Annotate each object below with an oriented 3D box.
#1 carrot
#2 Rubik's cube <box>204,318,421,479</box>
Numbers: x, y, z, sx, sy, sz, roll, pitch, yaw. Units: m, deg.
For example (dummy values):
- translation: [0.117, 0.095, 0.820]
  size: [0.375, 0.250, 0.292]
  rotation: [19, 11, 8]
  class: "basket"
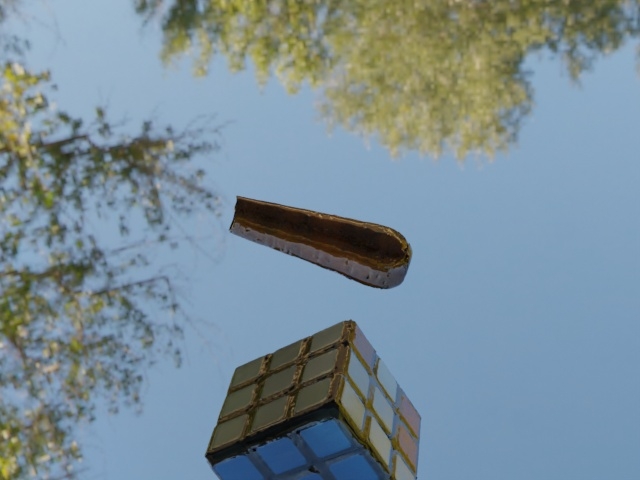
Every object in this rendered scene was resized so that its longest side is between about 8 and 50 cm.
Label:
- translation: [0.000, 0.000, 0.940]
  size: [0.161, 0.055, 0.055]
  rotation: [16, -143, 0]
  class: "carrot"
- translation: [-0.002, 0.208, 1.133]
  size: [0.161, 0.162, 0.163]
  rotation: [-25, -158, 21]
  class: "Rubik's cube"
